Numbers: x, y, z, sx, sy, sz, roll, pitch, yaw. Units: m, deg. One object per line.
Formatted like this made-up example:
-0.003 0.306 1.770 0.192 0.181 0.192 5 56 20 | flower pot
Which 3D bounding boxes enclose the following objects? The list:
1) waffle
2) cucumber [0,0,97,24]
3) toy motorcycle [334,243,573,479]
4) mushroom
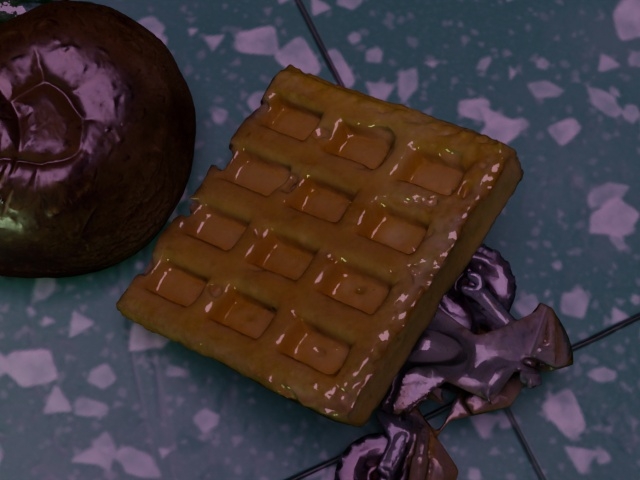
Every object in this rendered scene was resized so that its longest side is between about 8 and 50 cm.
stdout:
0.000 0.000 1.235 0.221 0.055 0.248 24 70 32 | waffle
-0.299 -0.172 1.312 0.250 0.056 0.056 -4 74 -2 | cucumber
0.106 0.118 1.236 0.130 0.094 0.229 25 81 1 | toy motorcycle
-0.201 -0.073 1.242 0.194 0.138 0.231 44 83 10 | mushroom
